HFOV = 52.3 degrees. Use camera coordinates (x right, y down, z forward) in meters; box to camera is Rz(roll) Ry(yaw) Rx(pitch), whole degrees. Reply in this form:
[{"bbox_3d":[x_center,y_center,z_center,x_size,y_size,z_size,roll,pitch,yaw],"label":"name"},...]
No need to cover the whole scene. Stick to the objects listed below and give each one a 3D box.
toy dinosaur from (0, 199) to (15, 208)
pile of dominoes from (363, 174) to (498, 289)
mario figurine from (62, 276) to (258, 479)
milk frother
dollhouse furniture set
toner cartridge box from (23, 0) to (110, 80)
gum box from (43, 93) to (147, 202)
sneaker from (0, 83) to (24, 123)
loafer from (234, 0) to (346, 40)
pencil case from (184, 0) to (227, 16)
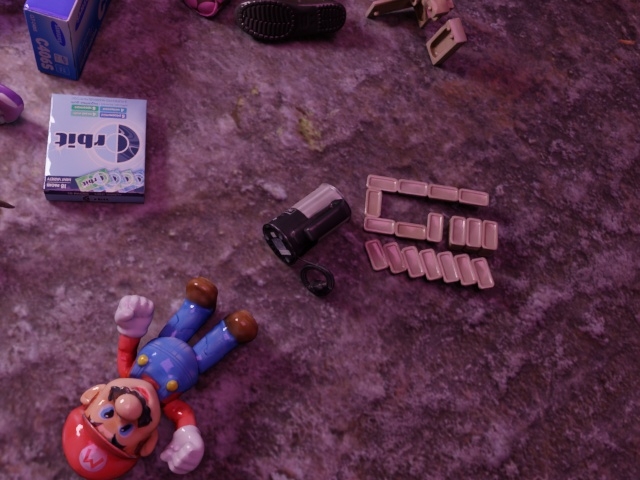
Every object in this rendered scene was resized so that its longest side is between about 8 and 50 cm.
[{"bbox_3d":[-0.617,-0.015,0.959,0.314,0.121,0.160,-1,80,-19],"label":"toy dinosaur"},{"bbox_3d":[0.199,-0.011,1.204,0.251,0.040,0.195,9,66,-2],"label":"pile of dominoes"},{"bbox_3d":[-0.223,0.193,0.918,0.198,0.170,0.320,16,50,31],"label":"mario figurine"},{"bbox_3d":[0.000,0.000,1.113,0.135,0.129,0.143,-37,124,-24],"label":"milk frother"},{"bbox_3d":[0.190,-0.434,1.322,0.123,0.144,0.151,-17,87,-15],"label":"dollhouse furniture set"},{"bbox_3d":[-0.418,-0.475,1.158,0.075,0.165,0.347,14,66,-8],"label":"toner cartridge box"},{"bbox_3d":[-0.376,-0.156,1.102,0.157,0.041,0.184,1,67,-14],"label":"gum box"},{"bbox_3d":[-0.594,-0.281,1.075,0.236,0.095,0.104,24,56,-2],"label":"sneaker"},{"bbox_3d":[-0.063,-0.447,1.296,0.220,0.080,0.078,-3,36,-14],"label":"loafer"},{"bbox_3d":[-0.194,-0.544,1.287,0.098,0.095,0.209,28,61,6],"label":"pencil case"}]
